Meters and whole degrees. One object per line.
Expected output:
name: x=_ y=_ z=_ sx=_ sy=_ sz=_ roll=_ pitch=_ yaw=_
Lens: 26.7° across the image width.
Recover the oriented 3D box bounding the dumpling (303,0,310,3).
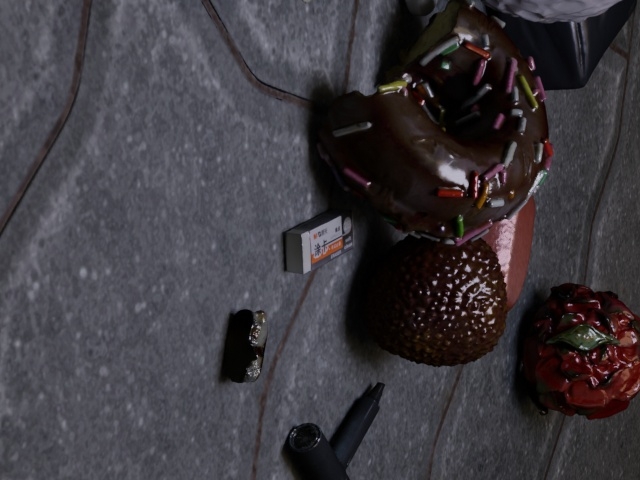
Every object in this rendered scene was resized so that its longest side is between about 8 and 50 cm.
dumpling: x=-0.075 y=-0.336 z=1.320 sx=0.258 sy=0.147 sz=0.193 roll=42 pitch=19 yaw=-42

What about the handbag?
handbag: x=0.382 y=-0.407 z=2.045 sx=0.302 sy=0.178 sz=0.275 roll=-49 pitch=136 yaw=-45

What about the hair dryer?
hair dryer: x=0.033 y=0.236 z=1.707 sx=0.195 sy=0.050 sz=0.173 roll=-66 pitch=147 yaw=-35

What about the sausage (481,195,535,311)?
sausage: x=0.231 y=-0.004 z=1.911 sx=0.148 sy=0.148 sz=0.254 roll=37 pitch=60 yaw=-56

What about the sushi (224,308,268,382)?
sushi: x=-0.074 y=0.118 z=1.492 sx=0.046 sy=0.044 sz=0.083 roll=16 pitch=84 yaw=-59

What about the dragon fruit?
dragon fruit: x=0.436 y=0.190 z=2.265 sx=0.293 sy=0.233 sz=0.234 roll=104 pitch=-1 yaw=-80

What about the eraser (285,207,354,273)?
eraser: x=0.000 y=0.000 z=1.613 sx=0.122 sy=0.029 sz=0.052 roll=-27 pitch=118 yaw=-56

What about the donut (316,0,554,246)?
donut: x=0.167 y=-0.136 z=1.676 sx=0.259 sy=0.136 sz=0.345 roll=47 pitch=49 yaw=-2

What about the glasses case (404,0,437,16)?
glasses case: x=0.122 y=-0.369 z=1.740 sx=0.063 sy=0.041 sz=0.164 roll=-52 pitch=137 yaw=-44

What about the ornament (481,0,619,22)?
ornament: x=0.310 y=-0.453 z=1.748 sx=0.337 sy=0.337 sz=0.337 roll=-18 pitch=111 yaw=-58

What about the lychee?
lychee: x=0.148 y=0.072 z=1.739 sx=0.194 sy=0.194 sz=0.194 roll=-18 pitch=111 yaw=-58
